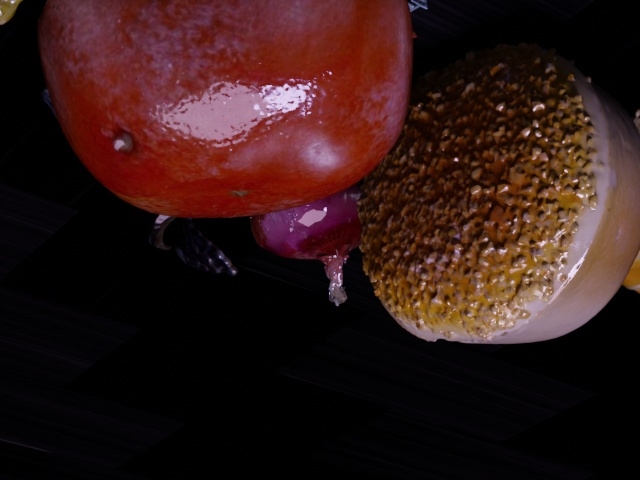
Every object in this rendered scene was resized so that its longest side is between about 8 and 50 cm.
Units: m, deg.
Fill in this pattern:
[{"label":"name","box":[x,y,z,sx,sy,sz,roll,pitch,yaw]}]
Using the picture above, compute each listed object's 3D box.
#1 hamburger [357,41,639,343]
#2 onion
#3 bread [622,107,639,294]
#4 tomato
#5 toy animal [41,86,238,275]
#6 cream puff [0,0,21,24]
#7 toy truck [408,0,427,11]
[{"label":"hamburger","box":[0.163,-0.038,1.495,0.170,0.302,0.302,13,147,-35]},{"label":"onion","box":[0.000,0.000,1.690,0.150,0.140,0.150,-4,166,-1]},{"label":"bread","box":[0.371,-0.036,1.667,0.239,0.111,0.246,25,143,-32]},{"label":"tomato","box":[-0.072,-0.104,1.355,0.338,0.144,0.338,-3,154,-1]},{"label":"toy animal","box":[-0.125,-0.051,1.597,0.160,0.272,0.197,-32,153,-11]},{"label":"cream puff","box":[-0.266,-0.263,1.234,0.194,0.195,0.221,26,128,-37]},{"label":"toy truck","box":[-0.011,-0.208,1.406,0.177,0.080,0.115,-26,150,33]}]
